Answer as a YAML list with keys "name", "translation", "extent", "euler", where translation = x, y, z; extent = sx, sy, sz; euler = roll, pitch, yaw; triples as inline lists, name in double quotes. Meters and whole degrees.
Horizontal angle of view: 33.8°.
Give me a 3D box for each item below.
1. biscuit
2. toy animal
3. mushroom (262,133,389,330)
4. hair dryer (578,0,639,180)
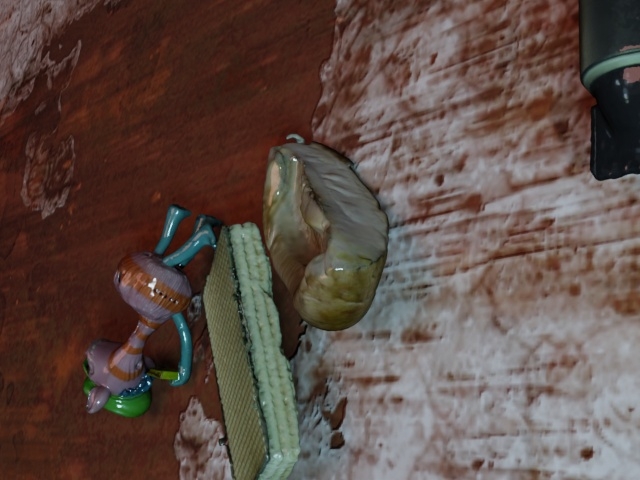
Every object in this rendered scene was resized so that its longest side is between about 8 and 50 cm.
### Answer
- name: "biscuit"
  translation: [-0.056, 0.097, 0.815]
  extent: [0.121, 0.040, 0.199]
  euler: [117, 147, -52]
- name: "toy animal"
  translation: [-0.146, 0.071, 0.953]
  extent: [0.103, 0.100, 0.208]
  euler: [30, 101, 14]
- name: "mushroom"
  translation: [0.001, 0.000, 0.774]
  extent: [0.210, 0.072, 0.094]
  euler: [-119, 47, -61]
- name: "hair dryer"
  translation: [0.239, -0.144, 0.519]
  extent: [0.248, 0.078, 0.195]
  euler: [-13, 68, 45]
